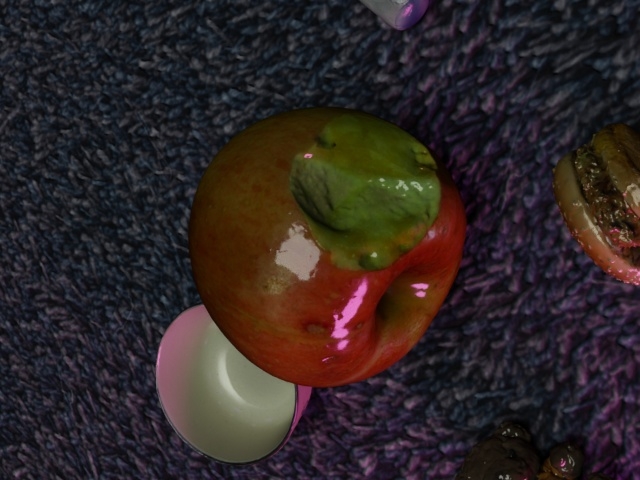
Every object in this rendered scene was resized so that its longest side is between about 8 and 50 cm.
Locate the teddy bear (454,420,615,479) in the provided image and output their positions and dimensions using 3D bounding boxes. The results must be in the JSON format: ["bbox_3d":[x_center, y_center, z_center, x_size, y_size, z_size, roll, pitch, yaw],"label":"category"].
[{"bbox_3d":[0.265,0.324,1.069,0.190,0.140,0.177,40,87,25],"label":"teddy bear"}]

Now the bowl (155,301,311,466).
[{"bbox_3d":[-0.108,0.191,1.233,0.238,0.126,0.238,5,101,27],"label":"bowl"}]

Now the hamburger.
[{"bbox_3d":[0.335,-0.033,0.928,0.182,0.191,0.118,47,118,5],"label":"hamburger"}]

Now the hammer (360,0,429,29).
[{"bbox_3d":[0.121,-0.368,1.062,0.116,0.069,0.194,43,106,16],"label":"hammer"}]

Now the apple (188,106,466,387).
[{"bbox_3d":[0.000,0.000,1.030,0.339,0.339,0.339,5,101,27],"label":"apple"}]
